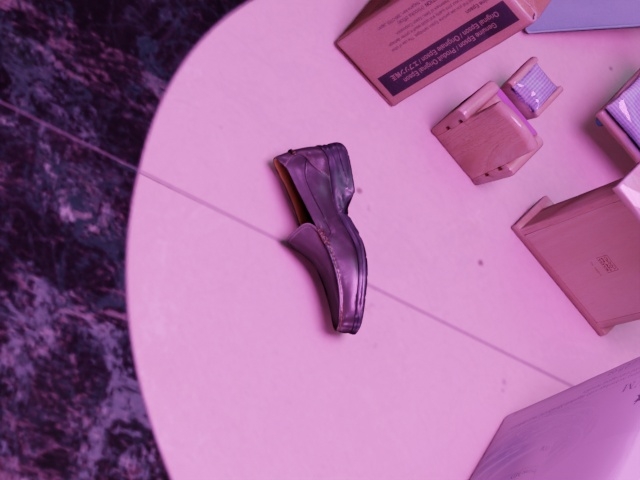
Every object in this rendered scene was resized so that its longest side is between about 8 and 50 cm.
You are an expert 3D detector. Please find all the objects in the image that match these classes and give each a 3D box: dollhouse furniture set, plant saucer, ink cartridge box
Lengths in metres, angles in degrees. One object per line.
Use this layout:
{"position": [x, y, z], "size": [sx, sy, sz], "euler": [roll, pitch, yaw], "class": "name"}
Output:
{"position": [0.326, -0.107, 1.661], "size": [0.303, 0.198, 0.286], "euler": [-43, 97, -23], "class": "dollhouse furniture set"}
{"position": [0.288, -0.242, 1.840], "size": [0.192, 0.018, 0.067], "euler": [-5, 69, -17], "class": "plant saucer"}
{"position": [0.148, -0.248, 1.656], "size": [0.088, 0.193, 0.234], "euler": [48, 48, -12], "class": "ink cartridge box"}

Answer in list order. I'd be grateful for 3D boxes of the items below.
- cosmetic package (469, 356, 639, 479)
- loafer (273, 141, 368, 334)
{"position": [0.219, 0.224, 1.449], "size": [0.138, 0.224, 0.224], "euler": [46, 47, -11], "class": "cosmetic package"}
{"position": [0.000, 0.000, 1.514], "size": [0.061, 0.062, 0.170], "euler": [-4, 65, -16], "class": "loafer"}
